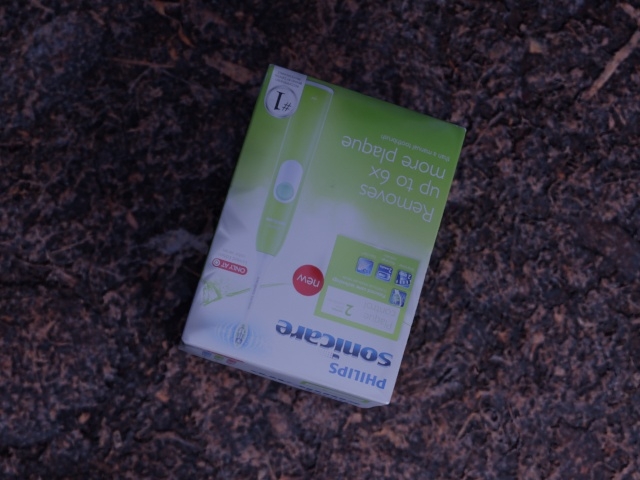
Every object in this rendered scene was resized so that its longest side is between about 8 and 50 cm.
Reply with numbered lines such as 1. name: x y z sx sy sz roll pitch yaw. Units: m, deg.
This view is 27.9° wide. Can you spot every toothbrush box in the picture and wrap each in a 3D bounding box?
1. toothbrush box: 0.000 0.000 1.267 0.206 0.122 0.283 18 80 -4
